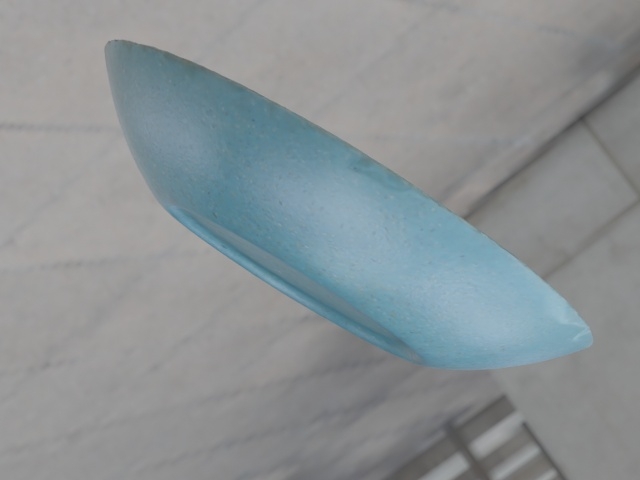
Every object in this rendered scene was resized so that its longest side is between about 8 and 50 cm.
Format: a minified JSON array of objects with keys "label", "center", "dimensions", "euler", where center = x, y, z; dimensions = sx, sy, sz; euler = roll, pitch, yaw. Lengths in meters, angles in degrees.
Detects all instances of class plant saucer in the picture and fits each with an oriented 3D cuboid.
[{"label":"plant saucer","center":[0.000,0.000,0.617],"dimensions":[0.037,0.195,0.195],"euler":[-59,169,-6]}]
